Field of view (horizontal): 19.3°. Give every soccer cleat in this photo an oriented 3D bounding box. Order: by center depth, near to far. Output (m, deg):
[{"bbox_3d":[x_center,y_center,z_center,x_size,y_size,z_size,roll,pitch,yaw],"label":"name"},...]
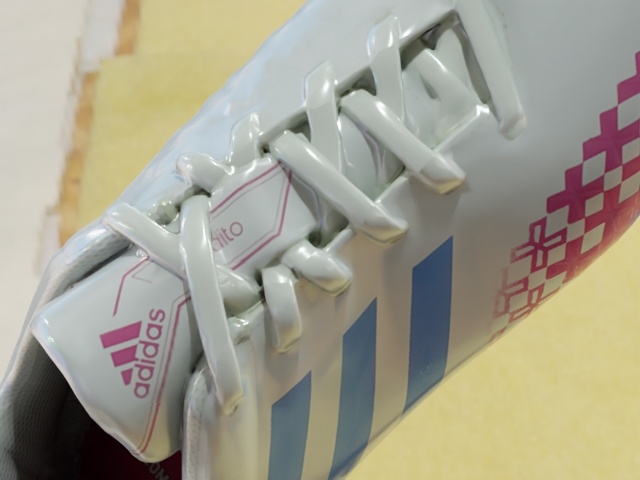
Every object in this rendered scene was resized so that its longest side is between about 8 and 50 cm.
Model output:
[{"bbox_3d":[0.000,0.000,0.557,0.116,0.331,0.143,45,20,23],"label":"soccer cleat"}]
